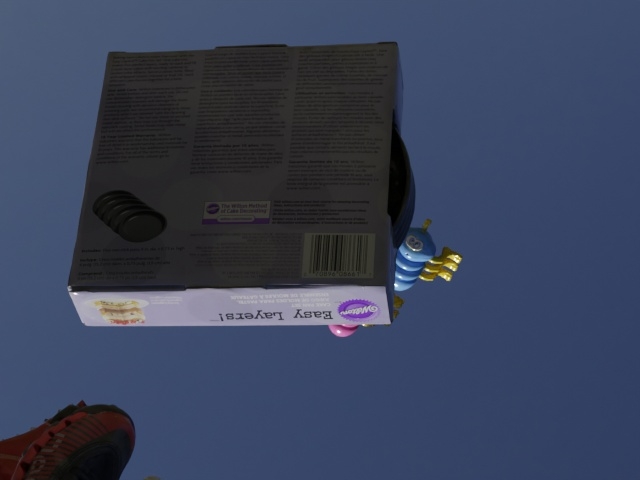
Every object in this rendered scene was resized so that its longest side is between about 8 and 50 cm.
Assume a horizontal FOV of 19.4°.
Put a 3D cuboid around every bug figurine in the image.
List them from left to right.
[{"bbox_3d":[0.000,0.000,1.943,0.279,0.216,0.072,31,-130,12],"label":"bug figurine"}]

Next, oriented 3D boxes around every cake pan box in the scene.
[{"bbox_3d":[-0.058,-0.048,1.521,0.267,0.070,0.245,-2,-122,7],"label":"cake pan box"}]

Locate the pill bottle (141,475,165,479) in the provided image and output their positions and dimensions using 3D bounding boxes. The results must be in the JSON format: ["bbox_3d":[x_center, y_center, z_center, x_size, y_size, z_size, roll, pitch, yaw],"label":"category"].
[{"bbox_3d":[-0.090,0.438,2.228,0.361,0.204,0.204,27,-143,14],"label":"pill bottle"}]

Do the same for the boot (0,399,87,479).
[{"bbox_3d":[-0.335,0.234,1.997,0.244,0.088,0.176,3,-140,38],"label":"boot"}]

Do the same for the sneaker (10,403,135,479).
[{"bbox_3d":[-0.257,0.271,1.737,0.276,0.097,0.135,-48,-147,-18],"label":"sneaker"}]
